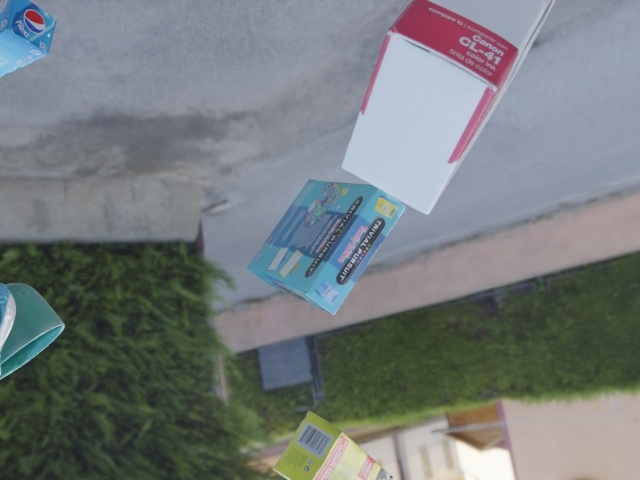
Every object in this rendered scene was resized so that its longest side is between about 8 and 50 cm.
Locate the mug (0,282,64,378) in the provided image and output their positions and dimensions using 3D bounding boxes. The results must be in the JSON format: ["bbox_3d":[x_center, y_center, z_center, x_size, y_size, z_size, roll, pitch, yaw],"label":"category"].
[{"bbox_3d":[-0.441,0.124,0.953,0.129,0.097,0.158,-41,178,33],"label":"mug"}]

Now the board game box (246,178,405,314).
[{"bbox_3d":[0.000,0.000,1.474,0.079,0.254,0.336,39,170,-24],"label":"board game box"}]

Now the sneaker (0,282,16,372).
[{"bbox_3d":[-0.391,0.129,0.763,0.228,0.087,0.092,-53,175,18],"label":"sneaker"}]

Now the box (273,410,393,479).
[{"bbox_3d":[0.024,0.307,0.932,0.058,0.087,0.232,23,160,34],"label":"box"}]

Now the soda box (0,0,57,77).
[{"bbox_3d":[-0.501,-0.299,1.077,0.210,0.067,0.071,-10,155,33],"label":"soda box"}]

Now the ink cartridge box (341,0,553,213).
[{"bbox_3d":[0.167,-0.217,0.842,0.131,0.306,0.226,31,147,9],"label":"ink cartridge box"}]
